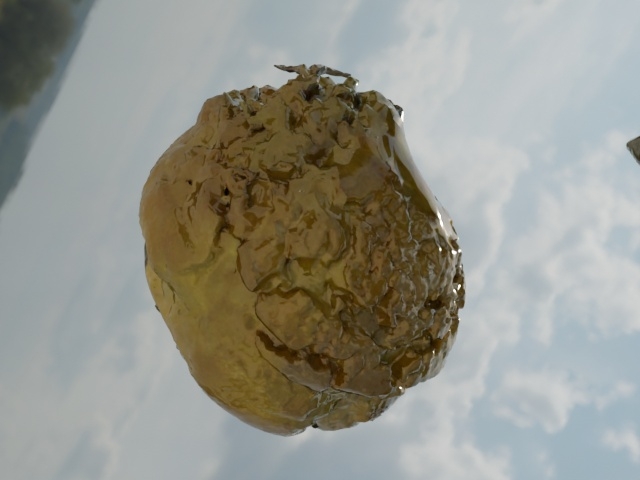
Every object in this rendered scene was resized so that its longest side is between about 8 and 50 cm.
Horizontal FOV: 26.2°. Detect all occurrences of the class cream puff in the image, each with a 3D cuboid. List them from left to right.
[{"bbox_3d":[0.000,0.000,0.705,0.129,0.189,0.189,-30,-146,41],"label":"cream puff"}]

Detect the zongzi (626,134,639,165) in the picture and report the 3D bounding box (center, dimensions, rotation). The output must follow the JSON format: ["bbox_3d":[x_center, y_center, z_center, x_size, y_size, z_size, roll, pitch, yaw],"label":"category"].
[{"bbox_3d":[0.266,-0.016,0.532,0.241,0.247,0.111,-99,-172,-70],"label":"zongzi"}]
